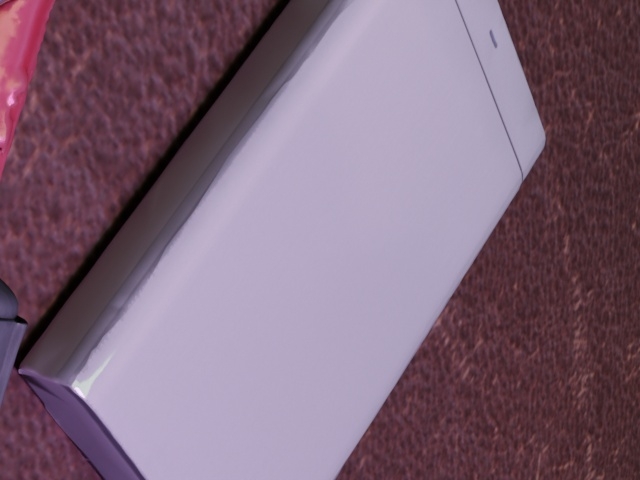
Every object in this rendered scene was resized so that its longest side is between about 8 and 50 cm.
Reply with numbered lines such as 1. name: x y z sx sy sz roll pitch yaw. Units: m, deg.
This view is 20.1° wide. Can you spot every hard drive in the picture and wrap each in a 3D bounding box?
1. hard drive: 0.000 0.000 0.980 0.353 0.047 0.233 -55 142 -24

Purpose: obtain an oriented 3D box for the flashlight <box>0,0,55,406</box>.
1. flashlight: -0.127 -0.068 0.721 0.103 0.103 0.304 12 92 -59
